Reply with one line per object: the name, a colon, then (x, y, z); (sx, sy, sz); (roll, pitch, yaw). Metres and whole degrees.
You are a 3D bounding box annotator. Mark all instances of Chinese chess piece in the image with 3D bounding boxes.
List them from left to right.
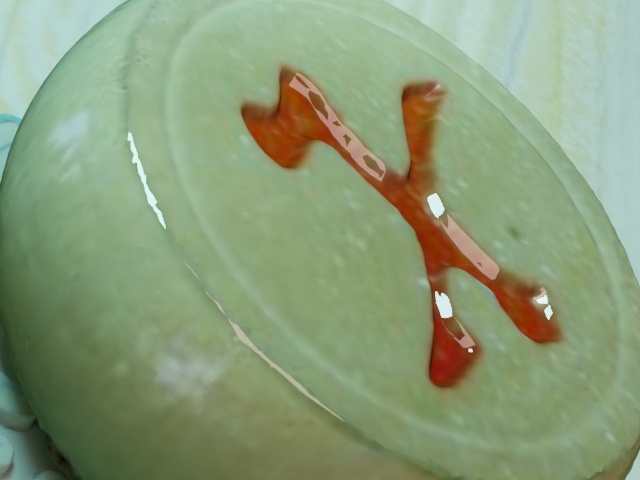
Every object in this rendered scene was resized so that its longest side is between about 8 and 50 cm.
Chinese chess piece: (0.005, 0.022, 0.832); (0.338, 0.140, 0.338); (27, 39, -24)

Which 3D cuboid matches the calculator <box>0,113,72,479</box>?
calculator: (-0.140, 0.112, 0.767); (0.256, 0.054, 0.386); (35, 36, -12)
